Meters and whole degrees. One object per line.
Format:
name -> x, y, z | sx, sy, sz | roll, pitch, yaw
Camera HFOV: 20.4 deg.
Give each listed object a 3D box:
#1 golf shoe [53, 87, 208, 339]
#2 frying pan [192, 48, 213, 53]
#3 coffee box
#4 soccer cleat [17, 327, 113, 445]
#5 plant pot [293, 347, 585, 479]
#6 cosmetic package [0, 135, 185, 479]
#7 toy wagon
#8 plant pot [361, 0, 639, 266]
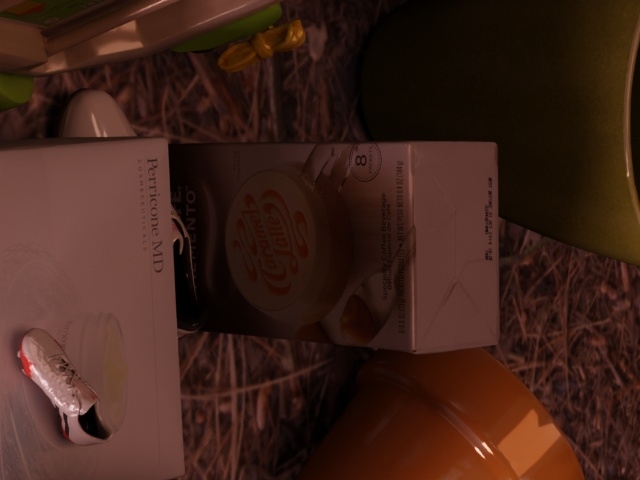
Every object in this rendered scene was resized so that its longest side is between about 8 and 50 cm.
golf shoe -> -0.124, -0.019, 1.232 | 0.067, 0.086, 0.186 | -32, 111, -42
frying pan -> 0.044, -0.229, 1.378 | 0.197, 0.053, 0.326 | 26, 68, -3
coffee box -> 0.000, 0.000, 1.250 | 0.098, 0.246, 0.141 | -4, 94, -47
soccer cleat -> -0.148, 0.086, 1.043 | 0.029, 0.035, 0.083 | -43, 123, -37
plant pot -> 0.070, 0.199, 1.392 | 0.188, 0.205, 0.205 | -40, 121, -21
cosmetic package -> -0.211, 0.053, 1.103 | 0.224, 0.138, 0.224 | -10, 99, -49
toy wagon -> -0.113, -0.156, 1.100 | 0.344, 0.267, 0.068 | -2, 73, -68
plant pot -> 0.188, -0.120, 1.411 | 0.274, 0.293, 0.275 | -11, 105, -48
